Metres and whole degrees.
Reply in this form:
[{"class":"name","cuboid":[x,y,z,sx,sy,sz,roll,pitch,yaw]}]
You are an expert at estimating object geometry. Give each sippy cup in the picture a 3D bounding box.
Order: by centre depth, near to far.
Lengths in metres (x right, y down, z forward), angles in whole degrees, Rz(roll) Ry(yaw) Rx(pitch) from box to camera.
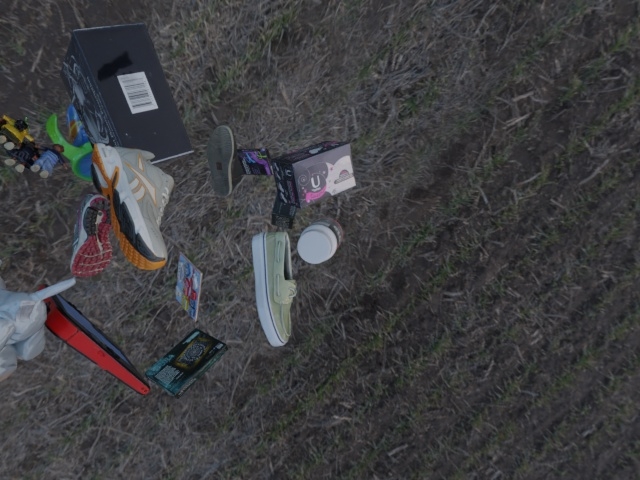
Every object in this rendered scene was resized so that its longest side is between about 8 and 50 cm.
[{"class":"sippy cup","cuboid":[-0.759,-0.357,1.493,0.240,0.305,0.223,-22,77,-10]}]

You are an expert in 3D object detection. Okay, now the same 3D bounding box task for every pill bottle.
[{"class":"pill bottle","cuboid":[0.000,0.000,1.852,0.162,0.283,0.161,2,103,10]}]

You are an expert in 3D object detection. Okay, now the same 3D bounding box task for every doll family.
[{"class":"doll family","cuboid":[-0.692,-0.227,1.013,0.076,0.111,0.193,-23,128,13]}]

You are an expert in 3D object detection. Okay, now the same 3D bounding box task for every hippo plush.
[{"class":"hippo plush","cuboid":[-0.755,0.161,0.947,0.237,0.234,0.294,38,116,3]}]

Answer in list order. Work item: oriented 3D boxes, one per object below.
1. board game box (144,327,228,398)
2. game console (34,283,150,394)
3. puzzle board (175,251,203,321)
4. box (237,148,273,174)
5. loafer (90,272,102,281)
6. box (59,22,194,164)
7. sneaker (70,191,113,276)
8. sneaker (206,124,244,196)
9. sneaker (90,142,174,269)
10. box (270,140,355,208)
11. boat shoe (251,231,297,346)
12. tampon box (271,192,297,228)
[{"class":"board game box","cuboid":[-0.361,0.326,1.171,0.186,0.126,0.026,-42,140,-40]},{"class":"game console","cuboid":[-0.672,0.281,1.268,0.060,0.387,0.342,-50,124,-20]},{"class":"puzzle board","cuboid":[-0.294,0.102,0.952,0.011,0.096,0.128,-13,127,-44]},{"class":"box","cuboid":[-0.281,-0.332,1.833,0.162,0.029,0.116,5,132,26]},{"class":"loafer","cuboid":[-0.885,0.093,1.698,0.056,0.050,0.147,-1,124,-37]},{"class":"box","cuboid":[-0.541,-0.357,1.194,0.179,0.313,0.342,-26,104,-32]},{"class":"sneaker","cuboid":[-0.761,-0.015,1.443,0.121,0.112,0.298,5,112,-50]},{"class":"sneaker","cuboid":[-0.290,-0.258,1.342,0.083,0.118,0.221,14,121,7]},{"class":"sneaker","cuboid":[-0.297,-0.071,0.741,0.121,0.099,0.262,-13,62,-39]},{"class":"box","cuboid":[-0.019,-0.230,1.486,0.248,0.142,0.163,-25,118,-29]},{"class":"boat shoe","cuboid":[-0.111,0.121,1.122,0.094,0.109,0.301,-11,84,13]},{"class":"tampon box","cuboid":[-0.159,-0.138,1.950,0.102,0.161,0.120,13,73,-3]}]
